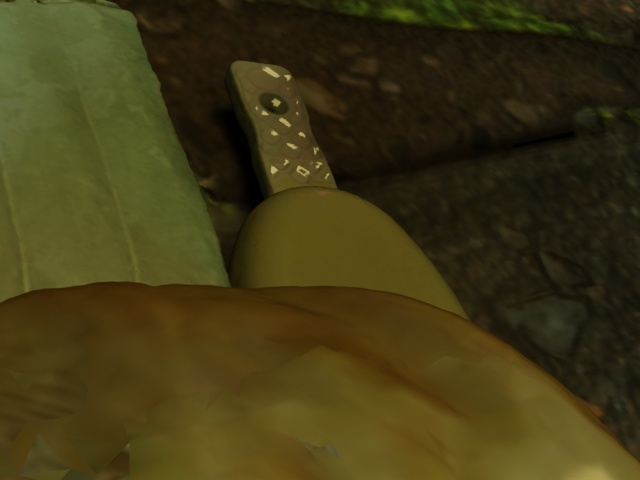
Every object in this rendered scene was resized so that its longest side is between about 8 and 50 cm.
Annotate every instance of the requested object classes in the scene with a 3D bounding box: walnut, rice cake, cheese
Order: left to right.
[{"bbox_3d":[-0.100,-0.016,0.603,0.124,0.038,0.211,-1,46,-30],"label":"rice cake"},{"bbox_3d":[-0.008,0.130,0.363,0.225,0.225,0.261,-9,57,-37],"label":"walnut"},{"bbox_3d":[0.000,0.000,0.643,0.097,0.037,0.192,6,45,-27],"label":"cheese"}]
